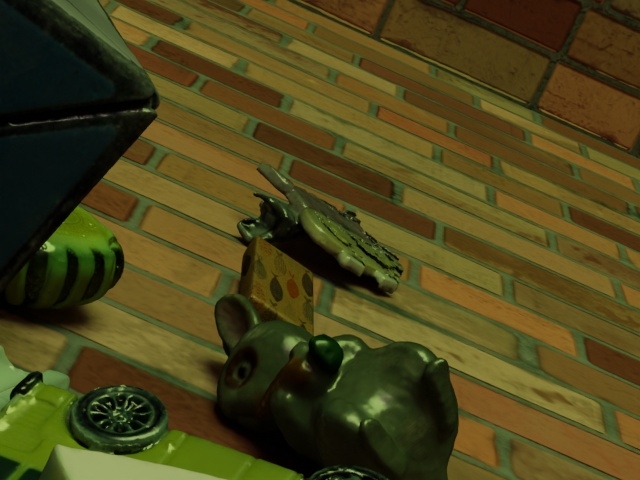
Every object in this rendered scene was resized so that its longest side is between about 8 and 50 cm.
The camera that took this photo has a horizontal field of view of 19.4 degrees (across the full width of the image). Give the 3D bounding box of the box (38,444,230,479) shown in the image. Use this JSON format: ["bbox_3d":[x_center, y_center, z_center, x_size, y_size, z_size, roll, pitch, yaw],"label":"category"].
[{"bbox_3d":[-0.059,0.229,0.528,0.116,0.274,0.203,18,18,-29],"label":"box"}]

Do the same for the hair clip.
[{"bbox_3d":[0.004,-0.007,1.817,0.187,0.056,0.146,15,25,-40],"label":"hair clip"}]

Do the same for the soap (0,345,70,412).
[{"bbox_3d":[-0.205,0.128,0.926,0.066,0.119,0.198,22,15,14],"label":"soap"}]

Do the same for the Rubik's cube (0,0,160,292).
[{"bbox_3d":[-0.292,-0.111,1.217,0.260,0.259,0.255,41,5,-29],"label":"Rubik's cube"}]

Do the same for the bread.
[{"bbox_3d":[-0.219,0.006,1.398,0.139,0.071,0.130,5,21,-46],"label":"bread"}]

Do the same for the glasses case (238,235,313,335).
[{"bbox_3d":[-0.041,0.051,1.582,0.064,0.041,0.170,34,13,-10],"label":"glasses case"}]

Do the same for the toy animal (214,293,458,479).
[{"bbox_3d":[-0.010,0.115,1.352,0.236,0.138,0.108,9,42,43],"label":"toy animal"}]

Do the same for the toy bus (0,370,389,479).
[{"bbox_3d":[-0.053,0.177,0.870,0.262,0.128,0.150,17,34,17],"label":"toy bus"}]
